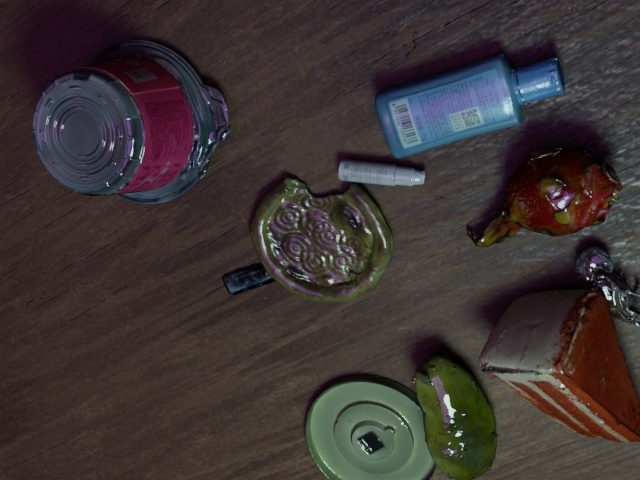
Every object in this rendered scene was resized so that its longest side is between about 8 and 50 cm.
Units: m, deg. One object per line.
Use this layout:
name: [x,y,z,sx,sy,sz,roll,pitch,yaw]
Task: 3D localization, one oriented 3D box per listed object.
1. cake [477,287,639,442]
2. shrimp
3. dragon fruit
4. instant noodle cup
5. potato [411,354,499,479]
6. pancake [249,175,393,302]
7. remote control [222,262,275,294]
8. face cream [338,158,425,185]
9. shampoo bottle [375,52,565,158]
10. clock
cake: [0.377,0.180,1.365,0.158,0.159,0.262,-5,146,48]
shrimp: [0.430,0.078,1.329,0.165,0.056,0.065,42,110,-4]
dragon fruit: [0.302,-0.047,1.295,0.246,0.125,0.125,-38,66,45]
instant noodle cup: [-0.310,-0.169,1.380,0.302,0.181,0.258,-16,96,22]
potato: [0.212,0.280,1.450,0.117,0.090,0.225,-26,110,-14]
pancake: [0.000,0.000,1.449,0.235,0.029,0.212,0,109,18]
remote control: [-0.118,0.063,1.520,0.096,0.014,0.039,-19,103,22]
face cream: [0.093,-0.100,1.378,0.130,0.034,0.034,7,112,16]
shampoo bottle: [0.211,-0.195,1.290,0.258,0.061,0.104,-14,105,22]
clock: [0.087,0.336,1.550,0.235,0.029,0.235,6,112,15]
